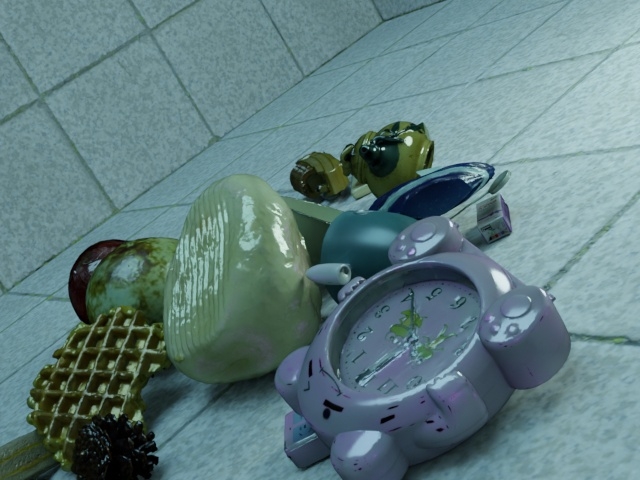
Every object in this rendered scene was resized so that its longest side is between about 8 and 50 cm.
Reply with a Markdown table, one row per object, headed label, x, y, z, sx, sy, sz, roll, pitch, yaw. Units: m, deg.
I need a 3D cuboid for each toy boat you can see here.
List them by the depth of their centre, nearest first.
| label | x | y | z | sx | sy | sz | roll | pitch | yaw |
| --- | --- | --- | --- | --- | --- | --- | --- | --- | --- |
| toy boat | 0.214 | -0.100 | 1.732 | 0.210 | 0.070 | 0.292 | -13 | 12 | 34 |
| toy boat | -0.010 | -0.153 | 2.427 | 0.115 | 0.089 | 0.310 | -23 | 16 | -6 |

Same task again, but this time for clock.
| label | x | y | z | sx | sy | sz | roll | pitch | yaw |
| --- | --- | --- | --- | --- | --- | --- | --- | --- | --- |
| clock | 0.113 | 0.140 | 1.239 | 0.322 | 0.113 | 0.295 | -39 | 36 | -5 |

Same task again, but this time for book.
| label | x | y | z | sx | sy | sz | roll | pitch | yaw |
| --- | --- | --- | --- | --- | --- | --- | --- | --- | --- |
| book | 0.165 | -0.190 | 2.346 | 0.202 | 0.027 | 0.264 | -28 | 17 | 13 |

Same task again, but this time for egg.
| label | x | y | z | sx | sy | sz | roll | pitch | yaw |
| --- | --- | --- | --- | --- | --- | --- | --- | --- | --- |
| egg | -0.319 | 0.107 | 1.973 | 0.290 | 0.238 | 0.238 | -23 | 9 | -37 |

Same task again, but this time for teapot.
| label | x | y | z | sx | sy | sz | roll | pitch | yaw |
| --- | --- | --- | --- | --- | --- | --- | --- | --- | --- |
| teapot | 0.133 | -0.160 | 2.040 | 0.183 | 0.173 | 0.269 | 12 | 0 | 12 |

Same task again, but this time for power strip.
| label | x | y | z | sx | sy | sz | roll | pitch | yaw |
| --- | --- | --- | --- | --- | --- | --- | --- | --- | --- |
| power strip | 0.069 | 0.215 | 1.340 | 0.279 | 0.037 | 0.109 | -28 | 17 | 9 |

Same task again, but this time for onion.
| label | x | y | z | sx | sy | sz | roll | pitch | yaw |
| --- | --- | --- | --- | --- | --- | --- | --- | --- | --- |
| onion | -0.430 | 0.096 | 2.245 | 0.281 | 0.281 | 0.221 | -37 | 61 | -20 |

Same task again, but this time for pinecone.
| label | x | y | z | sx | sy | sz | roll | pitch | yaw |
| --- | --- | --- | --- | --- | --- | --- | --- | --- | --- |
| pinecone | -0.311 | 0.331 | 1.523 | 0.121 | 0.140 | 0.140 | -3 | -4 | -39 |

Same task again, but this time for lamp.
| label | x | y | z | sx | sy | sz | roll | pitch | yaw |
| --- | --- | --- | --- | --- | --- | --- | --- | --- | --- |
| lamp | 0.247 | -0.070 | 1.725 | 0.198 | 0.056 | 0.050 | -40 | 11 | 40 |

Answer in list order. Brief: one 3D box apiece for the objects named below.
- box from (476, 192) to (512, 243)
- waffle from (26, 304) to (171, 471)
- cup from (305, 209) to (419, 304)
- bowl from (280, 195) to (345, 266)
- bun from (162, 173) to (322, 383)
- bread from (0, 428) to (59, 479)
| label | x | y | z | sx | sy | sz | roll | pitch | yaw |
| --- | --- | --- | --- | --- | --- | --- | --- | --- | --- |
| box | 0.292 | -0.038 | 1.685 | 0.051 | 0.036 | 0.117 | -25 | 17 | 18 |
| waffle | -0.385 | 0.252 | 1.751 | 0.282 | 0.058 | 0.300 | 24 | 71 | 37 |
| cup | 0.115 | 0.031 | 1.584 | 0.173 | 0.167 | 0.300 | -2 | 7 | 44 |
| bowl | 0.000 | 0.000 | 1.866 | 0.211 | 0.212 | 0.112 | -136 | 61 | -73 |
| bun | -0.122 | 0.075 | 1.668 | 0.361 | 0.213 | 0.360 | -30 | 51 | 47 |
| bread | -0.519 | 0.381 | 1.721 | 0.105 | 0.077 | 0.152 | -33 | -5 | -3 |
